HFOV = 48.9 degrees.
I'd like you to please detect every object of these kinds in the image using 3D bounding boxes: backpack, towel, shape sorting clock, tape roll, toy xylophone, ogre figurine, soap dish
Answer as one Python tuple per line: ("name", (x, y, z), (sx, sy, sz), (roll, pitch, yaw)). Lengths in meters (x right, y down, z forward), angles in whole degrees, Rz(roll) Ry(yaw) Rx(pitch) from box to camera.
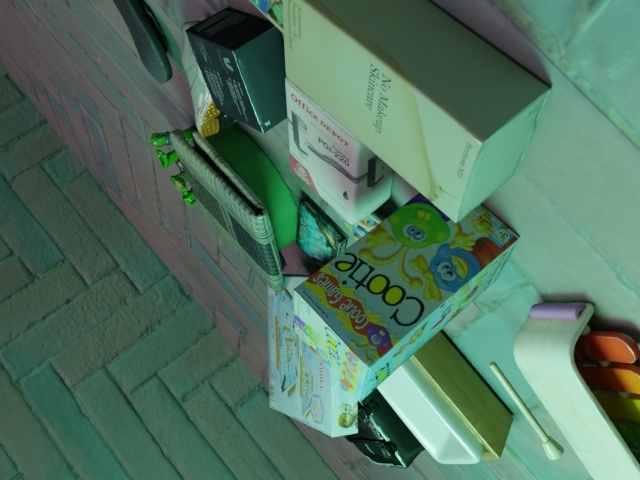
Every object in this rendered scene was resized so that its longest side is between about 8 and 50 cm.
("backpack", (0.135, 0.388, 1.581), (0.225, 0.191, 0.253), (54, 153, 5))
("towel", (-0.190, -0.067, 1.517), (0.324, 0.056, 0.312), (44, 161, 28))
("shape sorting clock", (0.099, 0.003, 1.209), (0.206, 0.040, 0.206), (44, 166, 14))
("tape roll", (-0.175, -0.114, 1.591), (0.321, 0.077, 0.321), (44, 158, 23))
("toy xylophone", (0.365, 0.227, 0.966), (0.322, 0.081, 0.236), (58, 159, -15))
("ogre figurine", (-0.325, -0.196, 1.723), (0.197, 0.118, 0.097), (55, 156, -11))
("soap dish", (0.214, 0.285, 1.341), (0.291, 0.118, 0.229), (50, 160, 6))

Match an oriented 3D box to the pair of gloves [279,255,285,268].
("pair of gloves", (-0.164, -0.003, 1.834), (0.198, 0.023, 0.159), (37, 153, 35))

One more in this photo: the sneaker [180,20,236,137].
("sneaker", (-0.215, -0.311, 1.347), (0.121, 0.099, 0.262), (53, 154, 21))

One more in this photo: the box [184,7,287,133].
("box", (-0.126, -0.284, 1.171), (0.158, 0.093, 0.156), (34, 153, 43))

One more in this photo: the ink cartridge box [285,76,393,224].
("ink cartridge box", (0.031, -0.150, 1.055), (0.158, 0.092, 0.217), (44, 156, 23))

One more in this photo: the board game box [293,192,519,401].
("board game box", (0.112, 0.061, 0.961), (0.142, 0.275, 0.144), (45, 158, 20))

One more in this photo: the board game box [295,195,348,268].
("board game box", (0.000, 0.000, 1.469), (0.126, 0.026, 0.186), (46, 159, 18))

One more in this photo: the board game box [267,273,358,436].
("board game box", (-0.025, 0.234, 1.537), (0.318, 0.066, 0.318), (-1, 90, 63))

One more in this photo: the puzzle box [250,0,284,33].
("puzzle box", (-0.072, -0.448, 0.840), (0.272, 0.052, 0.409), (47, 160, 16))

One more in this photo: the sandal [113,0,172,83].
("sandal", (-0.373, -0.461, 1.497), (0.097, 0.055, 0.254), (-15, 101, 61))

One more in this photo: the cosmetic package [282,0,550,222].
("cosmetic package", (0.096, -0.186, 0.824), (0.309, 0.113, 0.160), (45, 158, 23))
